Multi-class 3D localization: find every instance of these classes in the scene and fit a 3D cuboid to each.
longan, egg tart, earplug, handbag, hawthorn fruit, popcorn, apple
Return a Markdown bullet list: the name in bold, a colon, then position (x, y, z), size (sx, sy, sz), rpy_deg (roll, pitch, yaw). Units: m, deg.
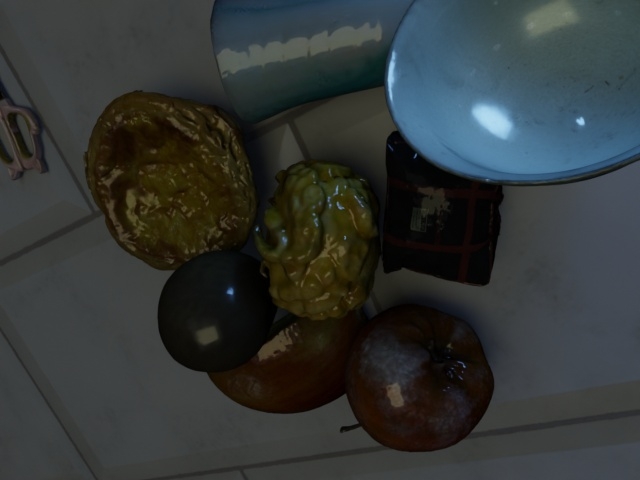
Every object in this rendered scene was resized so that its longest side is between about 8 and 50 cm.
- **longan**: position (-0.164, 0.109, 0.834), size (0.198, 0.212, 0.198), rpy_deg (13, 141, 11)
- **egg tart**: position (-0.248, -0.100, 0.914), size (0.341, 0.129, 0.341), rpy_deg (7, 113, 17)
- **earplug**: position (0.034, -0.281, 0.722), size (0.324, 0.185, 0.184), rpy_deg (-6, 108, 15)
- **handbag**: position (0.177, -0.048, 0.754), size (0.170, 0.155, 0.215), rpy_deg (4, 111, 10)
- **hawthorn fruit**: position (0.157, 0.224, 0.850), size (0.235, 0.263, 0.231), rpy_deg (7, 75, 7)
- **popcorn**: position (0.000, 0.000, 0.790), size (0.190, 0.250, 0.250), rpy_deg (-6, 109, 5)
- **apple**: position (-0.052, 0.217, 0.969), size (0.346, 0.254, 0.179), rpy_deg (-34, 54, 28)

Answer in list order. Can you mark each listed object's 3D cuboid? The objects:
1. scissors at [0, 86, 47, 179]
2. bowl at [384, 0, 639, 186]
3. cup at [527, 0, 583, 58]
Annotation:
- **scissors**: position (-0.655, -0.282, 1.056), size (0.160, 0.024, 0.317), rpy_deg (-7, 108, 24)
- **bowl**: position (0.233, -0.160, 0.509), size (0.314, 0.313, 0.146), rpy_deg (-14, 149, 25)
- **cup**: position (0.324, -0.242, 0.625), size (0.134, 0.142, 0.173), rpy_deg (9, 114, 18)
